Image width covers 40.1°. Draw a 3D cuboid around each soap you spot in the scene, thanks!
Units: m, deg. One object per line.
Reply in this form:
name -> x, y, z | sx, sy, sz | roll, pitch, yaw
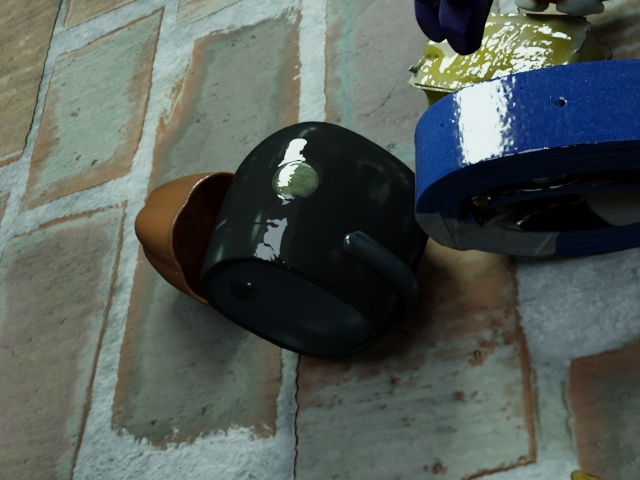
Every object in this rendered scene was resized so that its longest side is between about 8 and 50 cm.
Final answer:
soap -> 0.243, -0.229, 1.153 | 0.233, 0.076, 0.135 | 19, 74, 40

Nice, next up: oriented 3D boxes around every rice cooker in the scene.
rice cooker -> 0.000, 0.000, 1.048 | 0.267, 0.267, 0.224 | -2, 52, 34

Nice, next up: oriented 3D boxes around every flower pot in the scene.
flower pot -> -0.166, -0.013, 1.239 | 0.173, 0.191, 0.190 | 14, 70, 53

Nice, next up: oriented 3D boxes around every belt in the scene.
belt -> 0.273, -0.082, 0.936 | 0.347, 0.212, 0.117 | -6, 59, 15

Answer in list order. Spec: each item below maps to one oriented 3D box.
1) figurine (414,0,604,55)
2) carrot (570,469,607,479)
figurine -> 0.293, -0.376, 1.067 | 0.421, 0.193, 0.154 | -24, 28, -18
carrot -> 0.301, 0.299, 0.767 | 0.102, 0.102, 0.263 | -41, 41, 6
